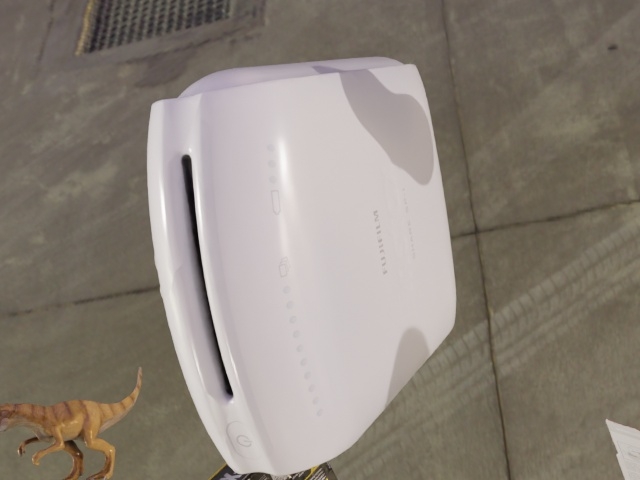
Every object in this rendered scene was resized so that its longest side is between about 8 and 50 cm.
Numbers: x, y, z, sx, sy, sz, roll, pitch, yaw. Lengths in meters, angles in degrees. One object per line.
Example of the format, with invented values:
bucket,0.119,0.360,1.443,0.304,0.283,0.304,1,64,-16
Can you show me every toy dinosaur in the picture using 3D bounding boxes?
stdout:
toy dinosaur,-0.241,0.191,0.811,0.064,0.211,0.112,-16,78,33

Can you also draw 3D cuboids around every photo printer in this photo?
photo printer,0.000,0.000,0.564,0.107,0.256,0.307,-5,11,28

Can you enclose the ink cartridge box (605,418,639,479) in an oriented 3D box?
ink cartridge box,0.427,0.264,0.863,0.180,0.225,0.056,12,55,41

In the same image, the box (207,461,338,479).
box,-0.085,0.443,1.097,0.079,0.257,0.322,-10,19,44
